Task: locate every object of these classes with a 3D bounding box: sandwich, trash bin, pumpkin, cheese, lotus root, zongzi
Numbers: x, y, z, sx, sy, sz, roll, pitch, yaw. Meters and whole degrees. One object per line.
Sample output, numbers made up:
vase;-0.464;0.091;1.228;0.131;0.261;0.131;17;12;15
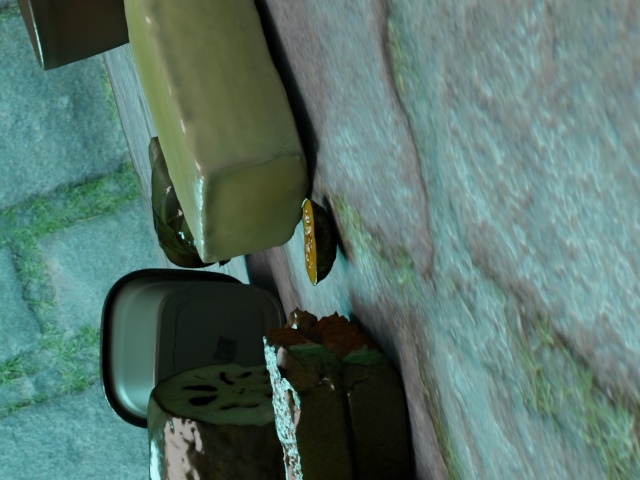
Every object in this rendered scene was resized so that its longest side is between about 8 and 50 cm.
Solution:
sandwich;0.015;0.176;1.453;0.212;0.109;0.292;-114;13;-65
trash bin;-0.158;0.141;1.986;0.250;0.220;0.219;168;103;-72
pumpkin;0.001;0.000;1.443;0.050;0.028;0.083;167;95;-78
cheese;-0.108;-0.143;1.532;0.242;0.124;0.265;110;144;-66
lotus root;-0.078;0.319;1.775;0.250;0.250;0.346;-132;31;-67
zongzi;-0.145;0.004;1.982;0.221;0.112;0.242;89;161;-50

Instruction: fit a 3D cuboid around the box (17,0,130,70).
box;-0.242;-0.353;1.656;0.301;0.216;0.301;165;90;-81
